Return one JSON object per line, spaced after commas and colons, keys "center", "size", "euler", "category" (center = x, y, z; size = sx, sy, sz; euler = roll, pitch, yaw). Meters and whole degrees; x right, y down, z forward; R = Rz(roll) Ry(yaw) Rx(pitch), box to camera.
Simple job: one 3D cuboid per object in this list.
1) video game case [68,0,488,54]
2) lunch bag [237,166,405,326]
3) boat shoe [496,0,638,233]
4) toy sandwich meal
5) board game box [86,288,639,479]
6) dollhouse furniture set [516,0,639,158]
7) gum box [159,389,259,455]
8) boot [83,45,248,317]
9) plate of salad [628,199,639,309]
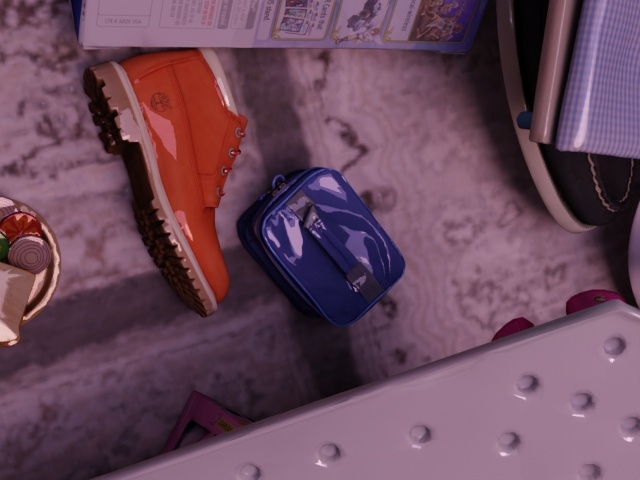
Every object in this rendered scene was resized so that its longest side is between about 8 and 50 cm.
{"center": [0.002, -0.224, 0.596], "size": [0.244, 0.061, 0.269], "euler": [-2, 136, -21], "category": "video game case"}
{"center": [0.000, 0.000, 0.686], "size": [0.067, 0.065, 0.098], "euler": [-45, 107, -14], "category": "lunch bag"}
{"center": [0.180, -0.175, 0.705], "size": [0.127, 0.113, 0.340], "euler": [-7, 93, -56], "category": "boat shoe"}
{"center": [-0.184, 0.017, 0.633], "size": [0.085, 0.029, 0.086], "euler": [-1, 93, -22], "category": "toy sandwich meal"}
{"center": [0.031, 0.249, 0.602], "size": [0.390, 0.050, 0.390], "euler": [-20, 111, 8], "category": "board game box"}
{"center": [0.251, -0.075, 0.580], "size": [0.303, 0.198, 0.286], "euler": [7, 94, -34], "category": "dollhouse furniture set"}
{"center": [-0.004, 0.158, 0.669], "size": [0.188, 0.107, 0.062], "euler": [29, 82, -20], "category": "gum box"}
{"center": [-0.071, -0.037, 0.663], "size": [0.084, 0.059, 0.158], "euler": [-22, 99, -24], "category": "boot"}
{"center": [0.297, -0.014, 0.788], "size": [0.200, 0.048, 0.200], "euler": [-6, 113, -15], "category": "plate of salad"}
